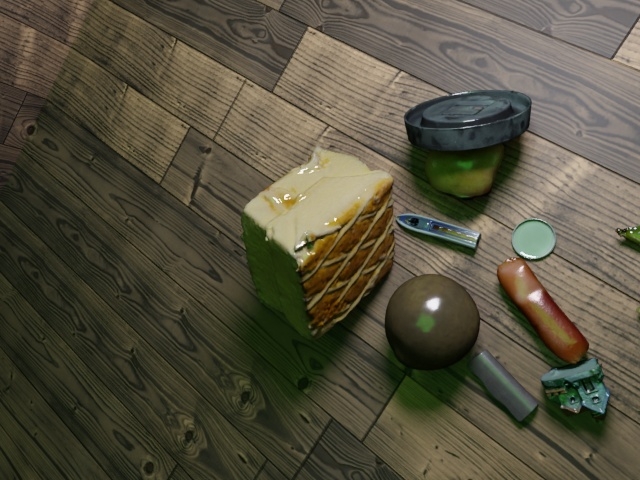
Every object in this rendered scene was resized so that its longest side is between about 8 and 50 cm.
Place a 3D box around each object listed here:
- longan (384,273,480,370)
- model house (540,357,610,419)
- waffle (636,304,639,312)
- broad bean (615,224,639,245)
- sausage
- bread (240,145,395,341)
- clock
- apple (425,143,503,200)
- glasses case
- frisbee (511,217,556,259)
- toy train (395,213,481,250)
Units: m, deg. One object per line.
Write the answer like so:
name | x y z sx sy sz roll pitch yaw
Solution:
longan | 0.285 0.215 1.371 0.258 0.258 0.258 -3 84 25
model house | 0.634 0.378 1.270 0.148 0.119 0.148 -28 82 20
waffle | 0.881 0.163 1.204 0.261 0.056 0.250 33 99 26
broad bean | 0.823 -0.016 1.251 0.214 0.048 0.070 3 85 22
sausage | 0.561 0.175 1.337 0.089 0.083 0.300 -41 67 23
bread | 0.000 0.000 1.406 0.279 0.371 0.390 25 53 32
clock | 0.376 -0.315 1.360 0.319 0.319 0.066 2 120 25
apple | 0.386 -0.211 1.418 0.188 0.174 0.207 22 78 23
glasses case | 0.476 0.379 1.380 0.190 0.042 0.072 48 112 21
frisbee | 0.564 -0.004 1.390 0.110 0.014 0.110 -2 85 25
toy train | 0.323 -0.032 1.487 0.252 0.048 0.055 18 90 26
